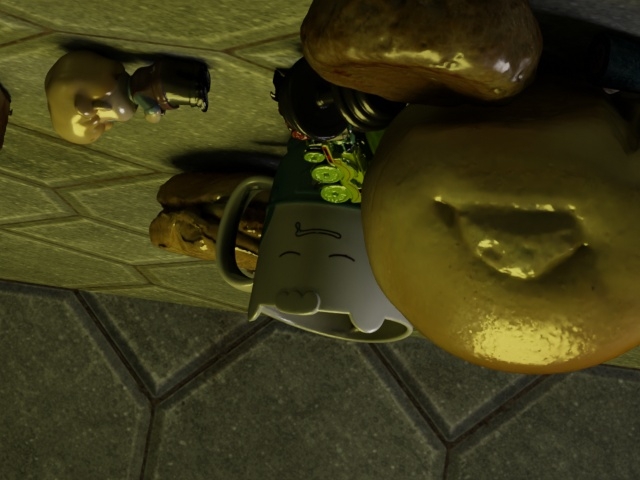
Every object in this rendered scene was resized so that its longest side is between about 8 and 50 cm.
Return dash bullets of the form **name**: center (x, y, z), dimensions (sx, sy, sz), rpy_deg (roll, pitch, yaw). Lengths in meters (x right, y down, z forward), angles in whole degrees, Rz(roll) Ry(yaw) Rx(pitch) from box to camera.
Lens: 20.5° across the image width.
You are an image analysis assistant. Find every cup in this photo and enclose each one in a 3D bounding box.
- **cup**: center (0.000, 0.000, 2.341), dimensions (0.289, 0.257, 0.219), rpy_deg (4, 167, 25)

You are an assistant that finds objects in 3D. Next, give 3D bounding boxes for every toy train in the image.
- **toy train**: center (0.008, -0.125, 2.122), dimensions (0.085, 0.053, 0.250), rpy_deg (-5, 149, 15)

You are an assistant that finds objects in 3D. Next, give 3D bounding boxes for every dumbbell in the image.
- **dumbbell**: center (0.024, -0.161, 1.922), dimensions (0.099, 0.099, 0.208), rpy_deg (18, 165, -38)

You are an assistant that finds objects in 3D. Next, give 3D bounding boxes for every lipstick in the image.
- **lipstick**: center (0.380, -0.163, 1.779), dimensions (0.234, 0.053, 0.053), rpy_deg (8, 170, -20)

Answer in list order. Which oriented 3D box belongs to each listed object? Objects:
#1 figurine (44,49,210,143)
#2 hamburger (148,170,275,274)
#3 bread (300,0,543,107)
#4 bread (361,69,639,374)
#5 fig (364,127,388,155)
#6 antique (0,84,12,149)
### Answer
- **figurine**: center (-0.227, -0.174, 2.086), dimensions (0.196, 0.114, 0.108), rpy_deg (-3, 144, 5)
- **hamburger**: center (-0.104, -0.028, 2.574), dimensions (0.259, 0.144, 0.283), rpy_deg (17, 176, -36)
- **bread**: center (0.094, -0.197, 1.624), dimensions (0.230, 0.123, 0.230), rpy_deg (9, 176, 1)
- **bread**: center (0.213, -0.021, 1.762), dimensions (0.348, 0.253, 0.376), rpy_deg (5, -165, 3)
- **fig**: center (0.153, -0.056, 2.177), dimensions (0.233, 0.167, 0.167), rpy_deg (14, 170, 7)
- **antique**: center (-0.466, -0.183, 2.229), dimensions (0.087, 0.093, 0.310), rpy_deg (9, 170, 3)
